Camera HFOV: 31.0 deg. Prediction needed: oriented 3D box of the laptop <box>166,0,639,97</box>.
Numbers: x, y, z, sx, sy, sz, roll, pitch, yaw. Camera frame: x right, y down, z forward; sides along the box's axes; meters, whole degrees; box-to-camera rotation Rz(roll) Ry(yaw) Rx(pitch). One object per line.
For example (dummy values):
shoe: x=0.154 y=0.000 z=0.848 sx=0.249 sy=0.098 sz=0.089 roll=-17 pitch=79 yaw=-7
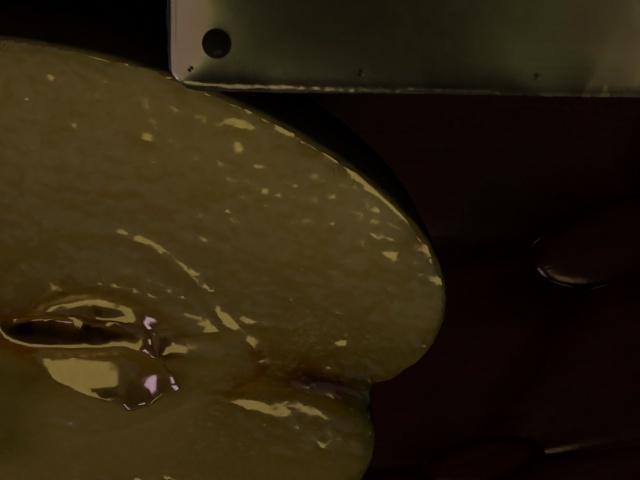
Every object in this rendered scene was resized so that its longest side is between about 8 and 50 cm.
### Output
laptop: x=0.060 y=-0.162 z=0.544 sx=0.269 sy=0.188 sz=0.015 roll=-1 pitch=-177 yaw=-15

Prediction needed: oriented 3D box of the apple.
apple: x=-0.124 y=0.036 z=0.669 sx=0.360 sy=0.312 sz=0.320 roll=10 pitch=176 yaw=-6
